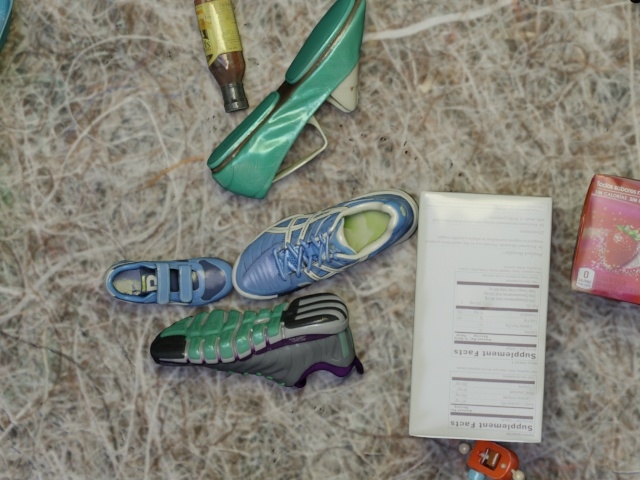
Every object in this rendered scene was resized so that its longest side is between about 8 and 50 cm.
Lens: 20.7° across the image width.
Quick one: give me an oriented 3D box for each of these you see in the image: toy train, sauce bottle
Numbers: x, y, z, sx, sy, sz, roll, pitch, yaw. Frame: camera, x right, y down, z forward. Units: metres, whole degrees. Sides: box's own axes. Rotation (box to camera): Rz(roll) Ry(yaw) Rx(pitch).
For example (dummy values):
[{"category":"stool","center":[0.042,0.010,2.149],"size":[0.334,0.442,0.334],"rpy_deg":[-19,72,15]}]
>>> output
[{"category":"toy train","center":[0.183,0.285,1.814],"size":[0.125,0.046,0.166],"rpy_deg":[16,84,43]},{"category":"sauce bottle","center":[-0.102,-0.200,1.856],"size":[0.042,0.042,0.128],"rpy_deg":[-13,88,8]}]

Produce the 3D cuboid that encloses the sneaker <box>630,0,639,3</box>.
[{"category":"sneaker","center":[0.448,-0.213,1.754],"size":[0.302,0.108,0.121],"rpy_deg":[35,97,14]}]

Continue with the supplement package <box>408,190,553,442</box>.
[{"category":"supplement package","center":[0.163,0.074,1.780],"size":[0.133,0.139,0.244],"rpy_deg":[3,91,6]}]

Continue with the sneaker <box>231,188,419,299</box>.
[{"category":"sneaker","center":[0.000,0.000,1.829],"size":[0.211,0.081,0.080],"rpy_deg":[-26,88,7]}]

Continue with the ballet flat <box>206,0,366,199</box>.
[{"category":"ballet flat","center":[-0.014,-0.143,1.837],"size":[0.087,0.083,0.247],"rpy_deg":[37,97,-19]}]

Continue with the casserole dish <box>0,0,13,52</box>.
[{"category":"casserole dish","center":[-0.386,-0.206,1.850],"size":[0.114,0.188,0.037],"rpy_deg":[-2,131,7]}]

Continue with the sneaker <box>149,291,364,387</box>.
[{"category":"sneaker","center":[-0.069,0.125,1.847],"size":[0.223,0.083,0.098],"rpy_deg":[-10,118,20]}]

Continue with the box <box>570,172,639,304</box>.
[{"category":"box","center":[0.384,0.015,1.753],"size":[0.256,0.128,0.123],"rpy_deg":[12,93,8]}]

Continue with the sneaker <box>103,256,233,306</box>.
[{"category":"sneaker","center":[-0.162,0.045,1.864],"size":[0.144,0.059,0.053],"rpy_deg":[-3,90,6]}]
